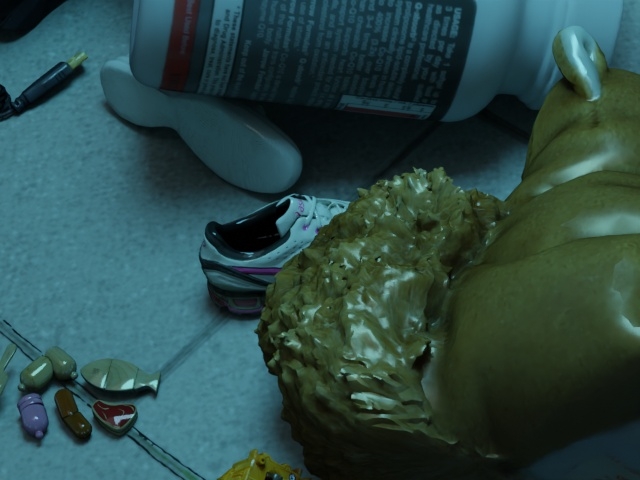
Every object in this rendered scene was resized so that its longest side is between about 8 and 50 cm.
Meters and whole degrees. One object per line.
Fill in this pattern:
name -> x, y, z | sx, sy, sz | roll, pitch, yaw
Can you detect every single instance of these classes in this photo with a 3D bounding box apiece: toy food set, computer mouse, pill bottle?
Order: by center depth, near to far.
toy food set -> -0.187, 0.119, 1.363 | 0.122, 0.019, 0.078 | 14, 55, 10
pill bottle -> 0.041, -0.203, 1.421 | 0.363, 0.210, 0.210 | 7, 51, -8
computer mouse -> -0.254, -0.220, 1.613 | 0.262, 0.060, 0.184 | -39, 56, -20

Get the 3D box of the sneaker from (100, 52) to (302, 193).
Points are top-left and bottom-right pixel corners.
sneaker -> -0.081, -0.116, 1.501 | 0.212, 0.080, 0.094 | 32, 51, 30

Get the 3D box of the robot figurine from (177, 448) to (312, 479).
robot figurine -> -0.088, 0.283, 1.128 | 0.211, 0.085, 0.291 | -24, 46, 51

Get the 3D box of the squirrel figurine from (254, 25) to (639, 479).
squirrel figurine -> 0.147, 0.021, 1.235 | 0.397, 0.281, 0.370 | -1, 46, 5

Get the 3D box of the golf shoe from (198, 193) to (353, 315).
golf shoe -> 0.000, 0.000, 1.385 | 0.186, 0.086, 0.067 | -15, 50, -5
